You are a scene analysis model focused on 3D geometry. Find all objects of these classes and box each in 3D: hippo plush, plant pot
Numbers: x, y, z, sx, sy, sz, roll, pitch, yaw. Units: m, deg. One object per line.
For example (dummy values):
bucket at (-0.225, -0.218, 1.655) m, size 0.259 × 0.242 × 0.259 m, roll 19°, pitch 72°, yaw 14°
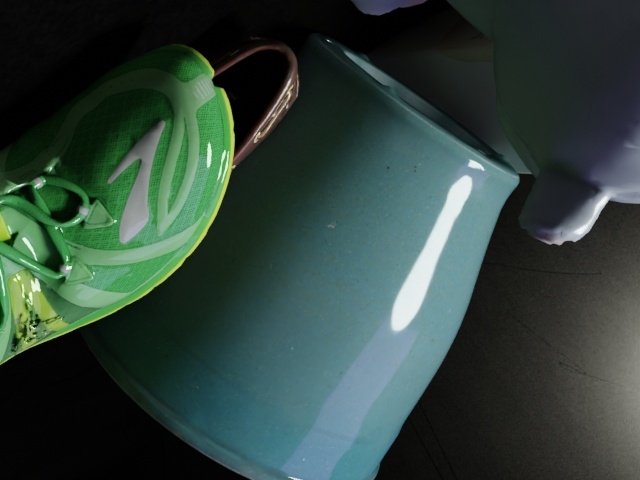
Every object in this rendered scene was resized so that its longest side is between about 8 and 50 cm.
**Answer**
hippo plush at (0.128, -0.143, 0.430) m, size 0.234 × 0.236 × 0.294 m, roll -38°, pitch 173°, yaw 6°
plant pot at (0.000, 0.000, 0.721) m, size 0.255 × 0.271 × 0.271 m, roll -55°, pitch 169°, yaw 13°

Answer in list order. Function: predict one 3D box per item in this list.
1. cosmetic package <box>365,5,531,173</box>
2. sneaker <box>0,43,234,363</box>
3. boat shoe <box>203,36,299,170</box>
cosmetic package at (0.194, -0.133, 0.755) m, size 0.160 × 0.113 × 0.309 m, roll -33°, pitch -157°, yaw -26°
sneaker at (-0.165, 0.011, 0.488) m, size 0.295 × 0.109 × 0.123 m, roll -37°, pitch 177°, yaw 1°
boat shoe at (-0.097, -0.047, 0.580) m, size 0.207 × 0.073 × 0.073 m, roll -46°, pitch -169°, yaw -6°
